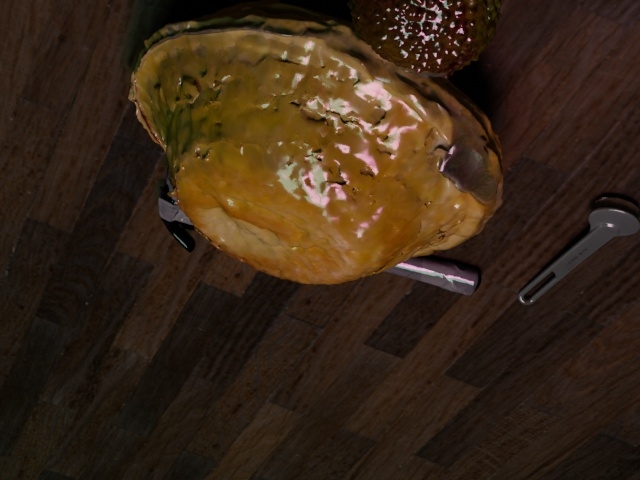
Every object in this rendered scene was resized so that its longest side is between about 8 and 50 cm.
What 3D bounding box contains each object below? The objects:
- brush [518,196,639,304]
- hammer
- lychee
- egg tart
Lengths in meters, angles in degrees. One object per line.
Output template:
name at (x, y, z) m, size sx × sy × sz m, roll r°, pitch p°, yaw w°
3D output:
brush at (0.311, 0.017, 1.944) m, size 0.062 × 0.027 × 0.266 m, roll 22°, pitch 148°, yaw -11°
hammer at (0.000, -0.001, 2.006) m, size 0.427 × 0.044 × 0.152 m, roll 14°, pitch 146°, yaw -1°
lychee at (0.109, -0.248, 1.533) m, size 0.171 × 0.171 × 0.171 m, roll 9°, pitch 145°, yaw 7°
egg tart at (-0.024, -0.081, 1.739) m, size 0.443 × 0.178 × 0.443 m, roll 18°, pitch 154°, yaw 9°
